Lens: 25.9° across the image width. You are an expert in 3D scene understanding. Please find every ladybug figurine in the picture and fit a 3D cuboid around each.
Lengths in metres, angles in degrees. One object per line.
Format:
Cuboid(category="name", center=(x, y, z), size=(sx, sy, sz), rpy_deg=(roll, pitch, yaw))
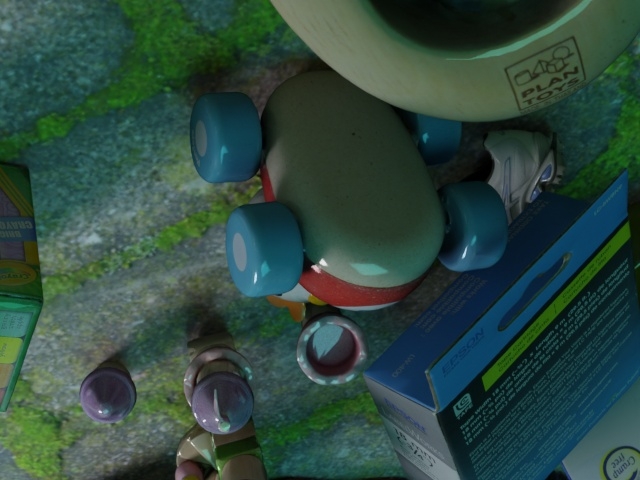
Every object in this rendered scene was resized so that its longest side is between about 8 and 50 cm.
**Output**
Cuboid(category="ladybug figurine", center=(0.086, -0.266, 0.956), size=(0.305, 0.162, 0.449), rpy_deg=(-25, 135, 6))

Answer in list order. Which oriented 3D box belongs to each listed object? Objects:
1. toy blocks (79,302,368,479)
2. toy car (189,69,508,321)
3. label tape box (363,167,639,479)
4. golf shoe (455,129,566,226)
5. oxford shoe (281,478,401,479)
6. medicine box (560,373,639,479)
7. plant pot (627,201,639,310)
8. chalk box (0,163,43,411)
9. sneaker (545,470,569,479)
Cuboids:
Cuboid(category="toy blocks", center=(-0.081, 0.236, 1.258), size=(0.309, 0.260, 0.288), rpy_deg=(-14, 102, -2))
Cuboid(category="toy car", center=(0.000, 0.000, 1.180), size=(0.219, 0.210, 0.238), rpy_deg=(-7, 148, -23))
Cuboid(category="label tape box", center=(0.163, 0.087, 1.214), size=(0.240, 0.106, 0.333), rpy_deg=(-44, 146, -16))
Cuboid(category="golf shoe", center=(0.161, -0.033, 1.294), size=(0.086, 0.069, 0.176), rpy_deg=(14, 124, -7))
Cuboid(category="oxford shoe", center=(-0.004, 0.331, 1.561), size=(0.271, 0.098, 0.097), rpy_deg=(-4, 135, -14))
Cuboid(category="medicine box", center=(0.411, 0.192, 1.454), size=(0.263, 0.149, 0.289), rpy_deg=(-36, 156, 18))
Cuboid(category="plant pot", center=(0.330, 0.016, 1.360), size=(0.134, 0.095, 0.134), rpy_deg=(-9, 136, -9))
Cuboid(category="chalk box", center=(-0.299, 0.047, 1.104), size=(0.132, 0.213, 0.132), rpy_deg=(9, 130, -25))
Cuboid(category="sneaker", center=(0.225, 0.317, 1.649), size=(0.221, 0.083, 0.087), rpy_deg=(18, 139, -25))
